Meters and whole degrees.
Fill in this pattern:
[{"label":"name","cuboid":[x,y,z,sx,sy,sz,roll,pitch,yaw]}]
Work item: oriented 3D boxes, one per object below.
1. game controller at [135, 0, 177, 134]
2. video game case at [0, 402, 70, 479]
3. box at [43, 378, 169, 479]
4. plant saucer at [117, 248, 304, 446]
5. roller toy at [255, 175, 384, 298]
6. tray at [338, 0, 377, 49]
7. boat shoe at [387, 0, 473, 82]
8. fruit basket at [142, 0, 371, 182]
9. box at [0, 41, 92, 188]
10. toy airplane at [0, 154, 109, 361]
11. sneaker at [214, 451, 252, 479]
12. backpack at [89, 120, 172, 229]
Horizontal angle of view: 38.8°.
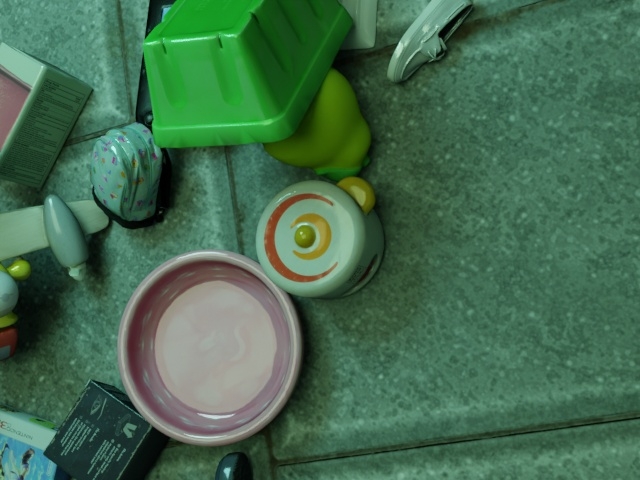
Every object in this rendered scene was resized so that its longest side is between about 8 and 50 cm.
[{"label":"game controller","cuboid":[-0.246,-0.342,1.659,0.167,0.067,0.319,-2,77,27]},{"label":"video game case","cuboid":[-0.598,0.461,1.727,0.244,0.061,0.269,13,89,24]},{"label":"box","cuboid":[-0.376,0.358,1.619,0.158,0.093,0.156,30,84,22]},{"label":"plant saucer","cuboid":[-0.183,0.183,1.565,0.332,0.084,0.332,-2,83,14]},{"label":"roller toy","cuboid":[0.000,0.000,1.494,0.209,0.146,0.191,-7,82,20]},{"label":"tray","cuboid":[-0.031,-0.408,1.617,0.270,0.030,0.145,1,85,22]},{"label":"boat shoe","cuboid":[0.184,-0.332,1.510,0.063,0.066,0.184,38,89,22]},{"label":"fruit basket","cuboid":[-0.079,-0.249,1.480,0.283,0.392,0.392,0,84,23]},{"label":"box","cuboid":[-0.575,-0.237,1.749,0.127,0.149,0.232,30,95,23]},{"label":"toy airplane","cuboid":[-0.607,0.029,1.601,0.386,0.384,0.272,-53,45,0]},{"label":"sneaker","cuboid":[-0.196,0.510,1.533,0.131,0.112,0.319,6,85,19]},{"label":"backpack","cuboid":[-0.345,-0.120,1.631,0.152,0.115,0.182,39,134,17]}]
